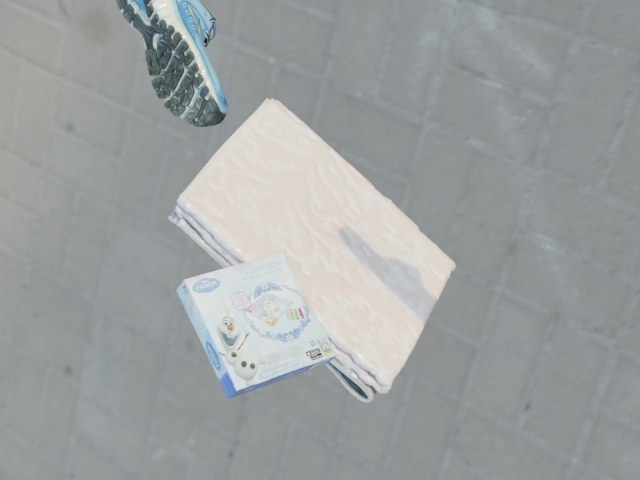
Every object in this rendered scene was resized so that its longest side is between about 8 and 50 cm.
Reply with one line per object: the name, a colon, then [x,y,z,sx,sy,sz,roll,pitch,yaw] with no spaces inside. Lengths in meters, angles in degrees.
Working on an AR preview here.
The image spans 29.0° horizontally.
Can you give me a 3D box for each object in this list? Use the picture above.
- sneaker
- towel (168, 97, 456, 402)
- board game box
sneaker: [-0.110,-0.172,1.049,0.063,0.073,0.162,-39,69,45]
towel: [0.000,0.000,1.498,0.332,0.317,0.053,43,124,-6]
board game box: [-0.046,0.060,0.895,0.020,0.090,0.090,-46,65,51]
